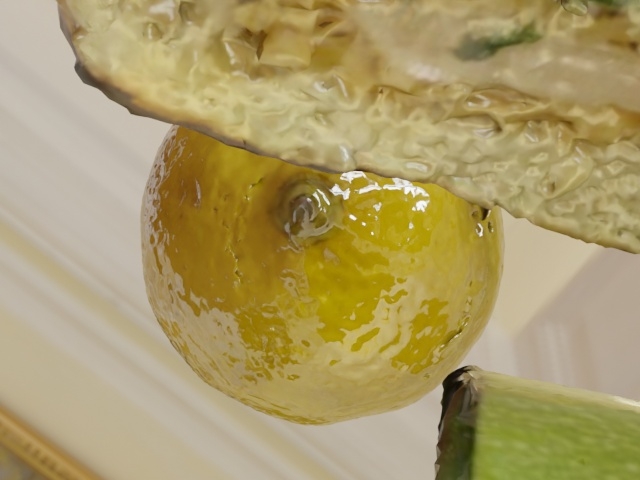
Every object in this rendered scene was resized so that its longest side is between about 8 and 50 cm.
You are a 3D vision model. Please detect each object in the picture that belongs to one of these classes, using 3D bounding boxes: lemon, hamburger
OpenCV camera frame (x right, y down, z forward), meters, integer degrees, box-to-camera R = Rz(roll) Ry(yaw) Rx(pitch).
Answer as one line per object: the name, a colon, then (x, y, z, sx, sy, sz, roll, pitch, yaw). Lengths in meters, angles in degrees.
lemon: (-0.002, -0.004, 1.077, 0.228, 0.228, 0.253, -50, -156, 8)
hamburger: (0.063, -0.100, 0.392, 0.144, 0.283, 0.157, 124, -29, -43)

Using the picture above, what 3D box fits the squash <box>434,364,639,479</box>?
squash: (0.195, 0.209, 0.684, 0.310, 0.309, 0.310, 2, 90, -82)
